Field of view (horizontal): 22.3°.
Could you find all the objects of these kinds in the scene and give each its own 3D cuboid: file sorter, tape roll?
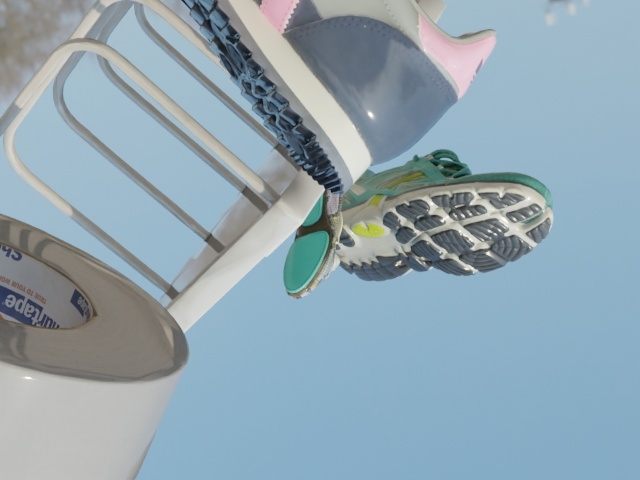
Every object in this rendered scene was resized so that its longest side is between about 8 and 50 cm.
[{"bbox_3d":[-0.078,-0.089,1.054,0.193,0.173,0.278,-44,-171,40],"label":"file sorter"},{"bbox_3d":[-0.180,0.048,0.826,0.219,0.072,0.219,23,-168,-5],"label":"tape roll"}]

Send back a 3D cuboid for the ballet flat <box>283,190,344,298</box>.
[{"bbox_3d":[0.000,0.000,1.171,0.041,0.041,0.114,-7,-128,19],"label":"ballet flat"}]

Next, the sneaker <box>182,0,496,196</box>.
[{"bbox_3d":[-0.030,-0.188,0.847,0.131,0.319,0.112,-34,-167,-10],"label":"sneaker"}]

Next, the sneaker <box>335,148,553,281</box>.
[{"bbox_3d":[0.099,-0.037,1.454,0.275,0.107,0.110,-4,-129,51],"label":"sneaker"}]
